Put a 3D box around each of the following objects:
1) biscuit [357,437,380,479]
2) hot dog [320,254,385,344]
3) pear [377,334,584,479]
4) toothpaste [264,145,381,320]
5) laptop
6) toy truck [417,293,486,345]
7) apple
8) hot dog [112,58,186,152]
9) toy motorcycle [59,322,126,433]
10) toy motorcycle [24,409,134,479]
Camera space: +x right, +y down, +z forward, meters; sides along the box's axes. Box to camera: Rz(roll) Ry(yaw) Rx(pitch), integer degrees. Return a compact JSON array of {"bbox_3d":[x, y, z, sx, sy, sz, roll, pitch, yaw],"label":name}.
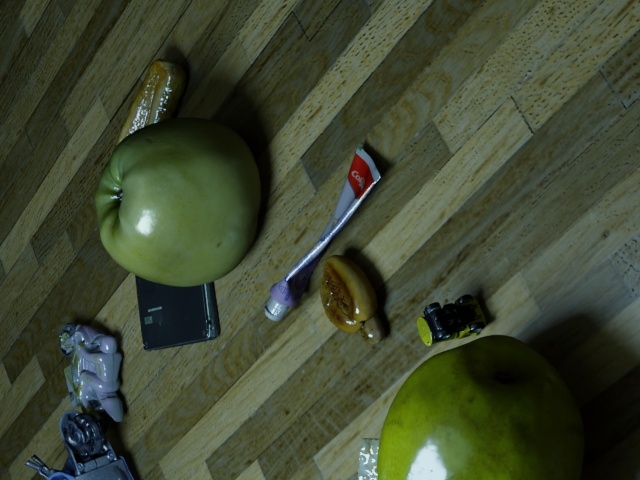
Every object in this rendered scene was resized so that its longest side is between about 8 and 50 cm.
[{"bbox_3d":[0.103,0.399,1.791,0.188,0.040,0.266,-22,78,28],"label":"biscuit"},{"bbox_3d":[0.046,0.084,1.852,0.140,0.060,0.090,56,132,42],"label":"hot dog"},{"bbox_3d":[0.188,0.266,1.567,0.253,0.252,0.307,49,137,35],"label":"pear"},{"bbox_3d":[0.000,0.000,1.890,0.301,0.048,0.075,-57,11,26],"label":"toothpaste"},{"bbox_3d":[-0.248,0.103,2.204,0.207,0.026,0.154,-14,83,48],"label":"laptop"},{"bbox_3d":[0.172,0.105,1.692,0.049,0.083,0.054,68,150,20],"label":"toy truck"},{"bbox_3d":[-0.219,-0.063,2.014,0.262,0.262,0.262,4,95,48],"label":"apple"},{"bbox_3d":[-0.296,-0.176,2.215,0.083,0.068,0.289,32,114,17],"label":"hot dog"},{"bbox_3d":[-0.407,0.234,2.358,0.152,0.073,0.225,-39,64,39],"label":"toy motorcycle"},{"bbox_3d":[-0.395,0.476,2.299,0.212,0.125,0.359,-34,76,46],"label":"toy motorcycle"}]
